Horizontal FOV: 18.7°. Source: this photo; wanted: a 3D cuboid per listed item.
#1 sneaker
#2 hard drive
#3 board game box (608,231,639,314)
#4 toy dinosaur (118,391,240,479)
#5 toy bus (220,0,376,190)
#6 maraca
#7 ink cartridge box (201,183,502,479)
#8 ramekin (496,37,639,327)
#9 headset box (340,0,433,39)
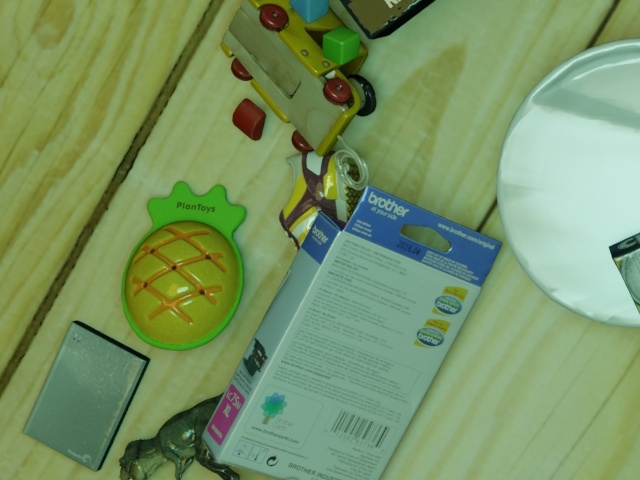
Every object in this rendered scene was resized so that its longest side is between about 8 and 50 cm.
[{"bbox_3d":[0.000,0.000,1.983,0.084,0.069,0.185,2,88,25],"label":"sneaker"},{"bbox_3d":[-0.250,0.166,2.074,0.094,0.022,0.135,27,99,12],"label":"hard drive"},{"bbox_3d":[0.389,0.081,1.770,0.165,0.042,0.243,-25,104,9],"label":"board game box"},{"bbox_3d":[-0.094,0.205,2.017,0.268,0.064,0.118,-36,77,10],"label":"toy dinosaur"},{"bbox_3d":[-0.002,-0.173,1.946,0.191,0.104,0.202,14,125,43],"label":"toy bus"},{"bbox_3d":[-0.139,0.026,2.004,0.127,0.099,0.185,6,69,7],"label":"maraca"},{"bbox_3d":[0.032,0.100,1.924,0.186,0.065,0.311,22,103,-31],"label":"ink cartridge box"},{"bbox_3d":[0.311,-0.056,1.861,0.273,0.127,0.273,1,93,15],"label":"ramekin"},{"bbox_3d":[0.071,-0.382,1.895,0.246,0.131,0.283,-35,90,13],"label":"headset box"}]
